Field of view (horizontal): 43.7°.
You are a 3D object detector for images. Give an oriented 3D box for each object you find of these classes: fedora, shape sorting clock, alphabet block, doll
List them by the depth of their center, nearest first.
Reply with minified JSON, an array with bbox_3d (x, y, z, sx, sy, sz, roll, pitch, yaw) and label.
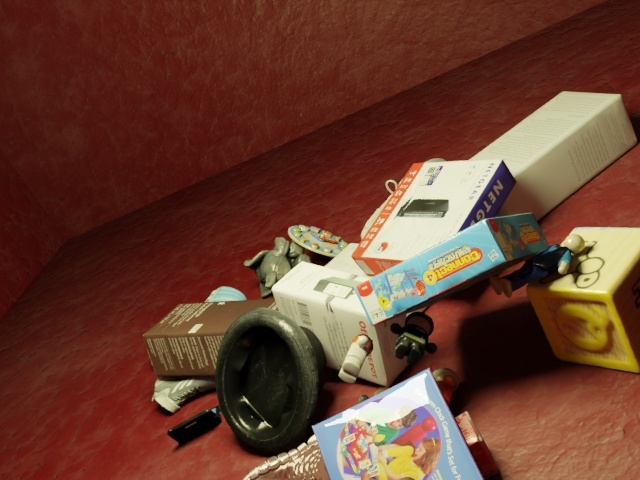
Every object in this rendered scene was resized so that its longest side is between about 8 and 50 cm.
[{"bbox_3d":[0.413,0.045,1.482,0.189,0.046,0.129,-28,12,-12],"label":"doll"},{"bbox_3d":[0.541,0.106,1.512,0.197,0.193,0.192,-42,24,-28],"label":"alphabet block"},{"bbox_3d":[-0.087,0.307,1.794,0.334,0.334,0.152,-9,-1,41],"label":"fedora"},{"bbox_3d":[0.000,0.000,2.430,0.206,0.206,0.040,-123,51,-68],"label":"shape sorting clock"}]

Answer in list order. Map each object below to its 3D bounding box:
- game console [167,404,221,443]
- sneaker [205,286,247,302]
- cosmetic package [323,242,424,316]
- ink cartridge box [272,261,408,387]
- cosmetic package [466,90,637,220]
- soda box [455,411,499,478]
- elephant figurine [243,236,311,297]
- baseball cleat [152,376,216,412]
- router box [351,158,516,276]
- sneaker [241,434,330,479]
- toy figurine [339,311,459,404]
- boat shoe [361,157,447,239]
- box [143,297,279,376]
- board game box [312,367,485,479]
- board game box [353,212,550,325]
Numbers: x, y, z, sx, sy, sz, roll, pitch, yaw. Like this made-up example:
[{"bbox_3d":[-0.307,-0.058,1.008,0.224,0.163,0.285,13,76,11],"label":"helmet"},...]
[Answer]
[{"bbox_3d":[-0.314,0.444,1.986,0.122,0.107,0.071,-29,51,2],"label":"game console"},{"bbox_3d":[-0.355,0.243,2.393,0.319,0.127,0.208,-15,27,10],"label":"sneaker"},{"bbox_3d":[0.122,0.131,2.087,0.284,0.097,0.377,-43,26,-26],"label":"cosmetic package"},{"bbox_3d":[0.054,0.188,1.821,0.289,0.211,0.121,13,40,38],"label":"ink cartridge box"},{"bbox_3d":[0.602,-0.219,2.168,0.453,0.161,0.230,-35,24,-14],"label":"cosmetic package"},{"bbox_3d":[0.174,0.416,1.422,0.263,0.092,0.083,-28,24,5],"label":"soda box"},{"bbox_3d":[-0.151,0.093,2.468,0.239,0.186,0.169,-19,66,50],"label":"elephant figurine"},{"bbox_3d":[-0.357,0.408,2.135,0.206,0.072,0.109,-9,54,28],"label":"baseball cleat"},{"bbox_3d":[0.279,-0.053,1.983,0.301,0.082,0.335,3,51,51],"label":"router box"},{"bbox_3d":[-0.037,0.478,1.535,0.281,0.106,0.162,-34,26,-13],"label":"sneaker"},{"bbox_3d":[0.157,0.267,1.613,0.210,0.213,0.148,-22,14,24],"label":"toy figurine"},{"bbox_3d":[0.249,-0.112,2.434,0.367,0.136,0.156,-50,26,-22],"label":"boat shoe"},{"bbox_3d":[-0.254,0.257,2.114,0.381,0.143,0.191,-4,21,25],"label":"box"},{"bbox_3d":[0.150,0.411,1.307,0.233,0.078,0.347,-27,47,5],"label":"board game box"},{"bbox_3d":[0.270,0.053,1.601,0.302,0.086,0.308,-29,-11,29],"label":"board game box"}]
